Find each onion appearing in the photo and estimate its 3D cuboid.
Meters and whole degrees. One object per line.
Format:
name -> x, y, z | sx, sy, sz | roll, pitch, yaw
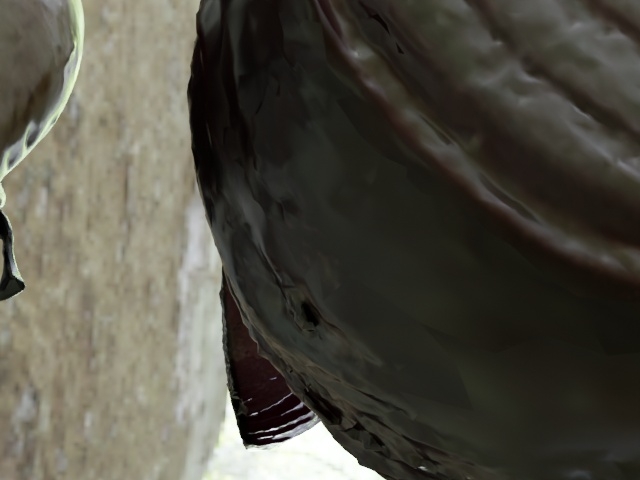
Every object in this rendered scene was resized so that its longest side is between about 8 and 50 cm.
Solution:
onion -> 0.000, 0.000, 0.944 | 0.247, 0.111, 0.250 | 86, -172, -54
onion -> 0.125, -0.036, 0.479 | 0.337, 0.282, 0.260 | -32, -22, -22

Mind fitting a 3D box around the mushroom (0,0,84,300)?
mushroom -> -0.304, -0.066, 0.883 | 0.294, 0.362, 0.362 | 60, -152, -30
